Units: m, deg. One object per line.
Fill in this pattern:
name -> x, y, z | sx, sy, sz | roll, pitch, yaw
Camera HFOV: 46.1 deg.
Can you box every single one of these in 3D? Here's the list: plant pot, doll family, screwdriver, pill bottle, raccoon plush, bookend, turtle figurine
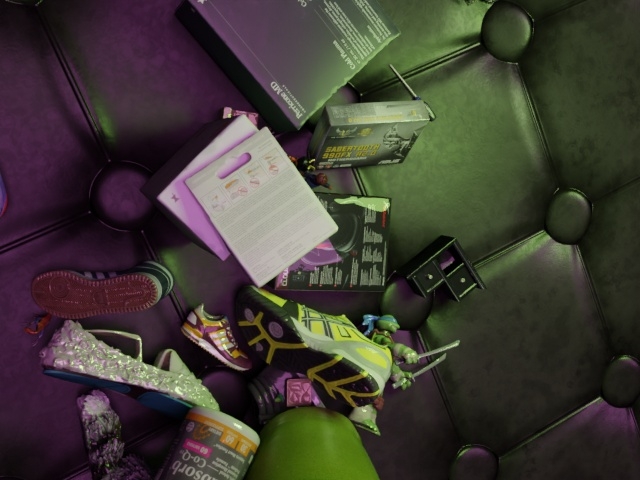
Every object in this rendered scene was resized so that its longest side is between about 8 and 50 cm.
plant pot -> -0.021, 0.538, 1.530 | 0.367, 0.353, 0.366 | -1, 117, -2
doll family -> -0.061, -0.156, 1.643 | 0.193, 0.111, 0.076 | 10, 79, -21
screwdriver -> 0.218, -0.349, 1.770 | 0.024, 0.025, 0.170 | -44, 108, -10
pill bottle -> -0.244, 0.480, 1.470 | 0.162, 0.162, 0.278 | 34, 64, -19
raccoon plush -> -0.317, 0.513, 1.593 | 0.299, 0.216, 0.446 | -12, 99, -25
bookend -> 0.290, 0.096, 1.814 | 0.157, 0.072, 0.156 | -37, 106, -11
turtle figurine -> 0.182, 0.319, 1.722 | 0.275, 0.198, 0.266 | 28, 73, -15

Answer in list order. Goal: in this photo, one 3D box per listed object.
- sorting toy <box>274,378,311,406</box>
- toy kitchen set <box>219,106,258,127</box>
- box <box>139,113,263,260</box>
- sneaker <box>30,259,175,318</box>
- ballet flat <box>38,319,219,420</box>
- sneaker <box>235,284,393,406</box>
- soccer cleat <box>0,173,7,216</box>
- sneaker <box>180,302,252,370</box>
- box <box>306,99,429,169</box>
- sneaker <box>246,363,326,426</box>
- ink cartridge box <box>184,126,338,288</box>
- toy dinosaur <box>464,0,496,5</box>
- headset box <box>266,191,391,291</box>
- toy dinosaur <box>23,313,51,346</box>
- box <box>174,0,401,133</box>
sorting toy -> -0.060, 0.335, 1.658 | 0.083, 0.012, 0.062 | 2, 89, -19
toy kitchen set -> -0.175, -0.247, 1.620 | 0.083, 0.075, 0.068 | 5, 95, -15
box -> -0.209, -0.109, 1.481 | 0.215, 0.345, 0.168 | -46, 107, -8
sneaker -> -0.443, 0.097, 1.565 | 0.282, 0.153, 0.099 | -1, 99, 12
ballet flat -> -0.373, 0.270, 1.570 | 0.409, 0.147, 0.147 | 27, 87, -27
sneaker -> -0.019, 0.215, 1.646 | 0.385, 0.147, 0.145 | 33, 129, 15
soccer cleat -> -0.667, -0.159, 1.453 | 0.083, 0.095, 0.248 | -16, 101, -16
sneaker -> -0.213, 0.214, 1.658 | 0.185, 0.069, 0.084 | 36, 89, -19
box -> 0.101, -0.231, 1.660 | 0.231, 0.183, 0.056 | -6, 67, -19
sneaker -> -0.062, 0.403, 1.715 | 0.147, 0.104, 0.295 | -33, 99, -11
ink cartridge box -> -0.104, -0.057, 1.324 | 0.181, 0.056, 0.224 | -36, 90, -12
toy dinosaur -> 0.366, -0.619, 1.776 | 0.268, 0.064, 0.118 | -15, 94, -14
headset box -> 0.000, 0.000, 1.686 | 0.293, 0.110, 0.218 | 2, 95, -19
toy dinosaur -> -0.571, 0.166, 1.525 | 0.047, 0.082, 0.090 | 42, 81, -17
box -> -0.071, -0.456, 1.580 | 0.312, 0.179, 0.343 | -44, 107, -11
